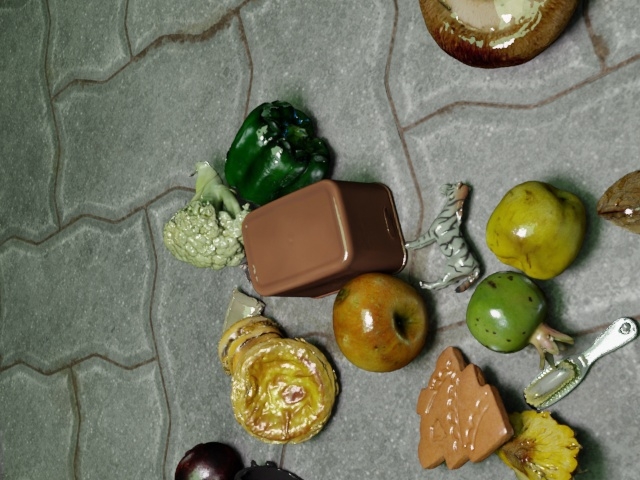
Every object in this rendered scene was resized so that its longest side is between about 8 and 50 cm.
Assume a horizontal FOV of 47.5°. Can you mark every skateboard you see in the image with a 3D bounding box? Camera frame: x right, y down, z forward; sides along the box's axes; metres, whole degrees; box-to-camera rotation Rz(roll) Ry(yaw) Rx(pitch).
[{"bbox_3d":[-0.188,0.084,2.077,0.083,0.032,0.064,-24,85,37],"label":"skateboard"}]

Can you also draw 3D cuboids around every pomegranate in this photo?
[{"bbox_3d":[0.414,0.169,1.512,0.224,0.181,0.182,38,112,22],"label":"pomegranate"}]

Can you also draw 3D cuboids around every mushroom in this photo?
[{"bbox_3d":[0.380,-0.524,1.541,0.345,0.238,0.346,-14,74,58],"label":"mushroom"}]

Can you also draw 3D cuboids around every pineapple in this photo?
[{"bbox_3d":[0.469,0.452,1.515,0.164,0.139,0.249,57,162,-21],"label":"pineapple"}]

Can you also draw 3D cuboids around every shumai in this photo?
[{"bbox_3d":[0.614,-0.071,1.425,0.139,0.105,0.123,1,46,29],"label":"shumai"}]

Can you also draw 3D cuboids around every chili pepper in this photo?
[{"bbox_3d":[-0.122,-0.219,1.909,0.257,0.233,0.249,-47,58,34],"label":"chili pepper"}]

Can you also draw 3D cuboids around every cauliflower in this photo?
[{"bbox_3d":[-0.287,-0.045,2.024,0.326,0.260,0.281,-8,45,35],"label":"cauliflower"}]

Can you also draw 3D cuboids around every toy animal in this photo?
[{"bbox_3d":[0.276,-0.002,1.679,0.169,0.089,0.255,-12,84,34],"label":"toy animal"}]

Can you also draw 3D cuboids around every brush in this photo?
[{"bbox_3d":[0.521,0.257,1.494,0.297,0.060,0.068,-48,60,27],"label":"brush"}]

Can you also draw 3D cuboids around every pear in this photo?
[{"bbox_3d":[0.441,-0.025,1.489,0.199,0.200,0.200,-1,89,38],"label":"pear"}]

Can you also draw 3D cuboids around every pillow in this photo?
[{"bbox_3d":[-0.230,0.245,2.088,0.119,0.053,0.208,23,103,32],"label":"pillow"}]

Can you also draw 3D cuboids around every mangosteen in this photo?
[{"bbox_3d":[-0.313,0.674,2.060,0.209,0.209,0.210,-1,89,38],"label":"mangosteen"}]

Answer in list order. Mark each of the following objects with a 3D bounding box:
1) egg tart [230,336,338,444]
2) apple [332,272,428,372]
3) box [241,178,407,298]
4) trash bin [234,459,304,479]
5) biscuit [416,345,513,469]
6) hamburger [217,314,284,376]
[{"bbox_3d":[-0.094,0.390,1.907,0.294,0.116,0.295,0,93,9],"label":"egg tart"},{"bbox_3d":[0.132,0.193,1.700,0.207,0.236,0.237,-2,88,53],"label":"apple"},{"bbox_3d":[0.000,0.000,1.803,0.339,0.229,0.240,-21,75,35],"label":"box"},{"bbox_3d":[-0.152,0.765,1.914,0.277,0.217,0.263,-134,57,-66],"label":"trash bin"},{"bbox_3d":[0.306,0.380,1.591,0.306,0.043,0.284,-1,74,63],"label":"biscuit"},{"bbox_3d":[-0.191,0.300,1.985,0.118,0.181,0.191,43,123,48],"label":"hamburger"}]
